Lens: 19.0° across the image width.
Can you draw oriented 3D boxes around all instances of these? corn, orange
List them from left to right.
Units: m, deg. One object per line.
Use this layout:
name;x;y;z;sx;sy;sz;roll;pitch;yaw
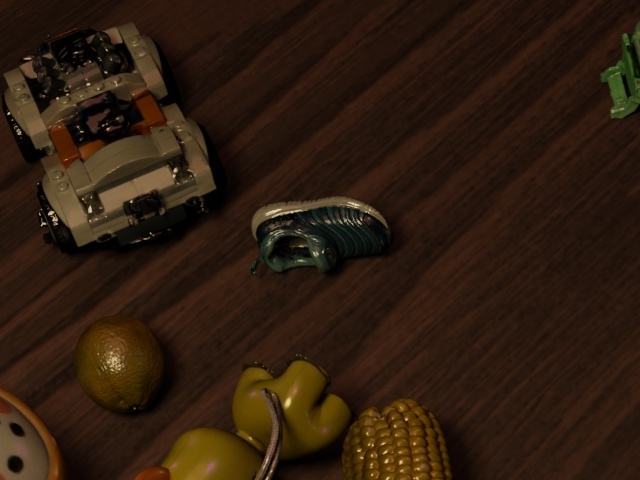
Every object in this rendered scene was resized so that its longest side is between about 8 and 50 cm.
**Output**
orange;-0.186;0.116;1.781;0.085;0.085;0.095;-20;60;-7
corn;0.077;0.254;1.607;0.101;0.101;0.310;-10;48;1

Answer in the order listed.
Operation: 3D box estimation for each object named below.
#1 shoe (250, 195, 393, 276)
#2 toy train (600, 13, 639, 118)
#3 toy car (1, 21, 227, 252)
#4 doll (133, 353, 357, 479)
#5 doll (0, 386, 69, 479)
shoe;0.000;0.000;1.857;0.143;0.064;0.071;-2;50;12
toy train;0.365;-0.178;1.937;0.149;0.081;0.099;-6;50;-2
toy car;-0.225;-0.114;1.959;0.193;0.118;0.301;-23;49;-6
doll;-0.075;0.207;1.663;0.135;0.143;0.221;-7;34;48
doll;-0.289;0.239;1.648;0.236;0.213;0.213;27;47;-24
